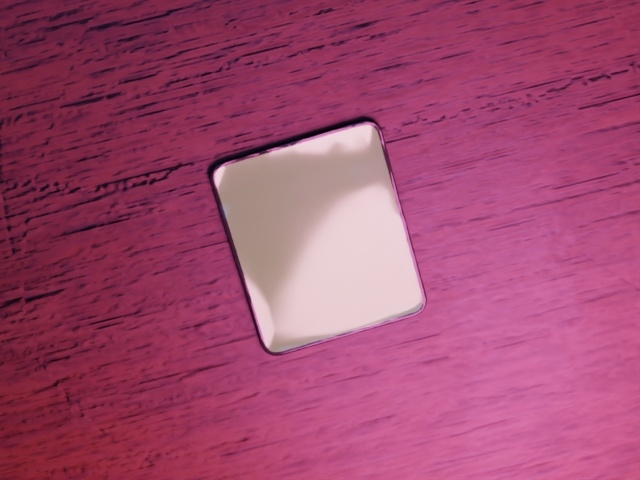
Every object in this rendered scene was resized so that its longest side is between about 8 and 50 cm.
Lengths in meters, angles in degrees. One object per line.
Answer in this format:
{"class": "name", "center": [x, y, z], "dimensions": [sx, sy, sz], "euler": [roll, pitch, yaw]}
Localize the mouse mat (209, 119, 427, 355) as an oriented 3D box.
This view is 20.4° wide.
{"class": "mouse mat", "center": [0.000, 0.000, 1.528], "dimensions": [0.152, 0.007, 0.190], "euler": [-16, 111, -1]}
